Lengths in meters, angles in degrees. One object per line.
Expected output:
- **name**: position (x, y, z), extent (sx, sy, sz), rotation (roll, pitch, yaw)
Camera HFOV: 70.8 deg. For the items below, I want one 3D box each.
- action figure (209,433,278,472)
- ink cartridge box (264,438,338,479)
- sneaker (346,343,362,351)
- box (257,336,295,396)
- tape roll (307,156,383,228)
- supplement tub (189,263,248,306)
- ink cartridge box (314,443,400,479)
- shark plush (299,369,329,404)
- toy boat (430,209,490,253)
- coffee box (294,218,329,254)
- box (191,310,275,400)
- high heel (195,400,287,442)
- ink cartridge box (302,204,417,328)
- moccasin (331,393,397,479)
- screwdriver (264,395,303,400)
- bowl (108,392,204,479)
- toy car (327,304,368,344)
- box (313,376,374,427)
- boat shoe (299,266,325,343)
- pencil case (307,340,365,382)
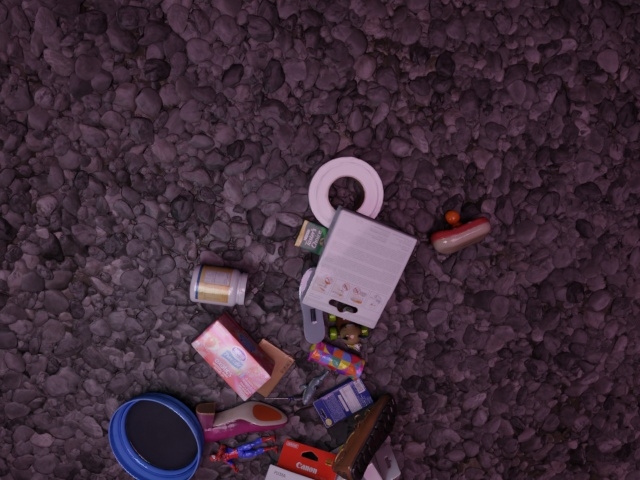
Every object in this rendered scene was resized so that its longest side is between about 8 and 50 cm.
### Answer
- **action figure**: position (-0.319, 0.878, 1.833), extent (0.280, 0.139, 0.092), rotation (-10, 99, 0)
- **ink cartridge box**: position (-0.077, 0.928, 1.763), extent (0.274, 0.060, 0.239), rotation (3, 57, 28)
- **sneaker**: position (0.137, 0.431, 1.848), extent (0.083, 0.035, 0.031), rotation (31, 75, -29)
- **box**: position (-0.227, 0.518, 1.836), extent (0.164, 0.021, 0.201), rotation (36, 95, -9)
- **tape roll**: position (0.092, -0.174, 1.712), extent (0.285, 0.100, 0.287), rotation (-1, 99, -5)
- **supplement tub**: position (-0.381, 0.172, 1.706), extent (0.199, 0.144, 0.145), rotation (8, 98, -6)
- **ink cartridge box**: position (0.129, 0.934, 1.836), extent (0.353, 0.207, 0.119), rotation (-30, 102, 0)
- **shark plush**: position (-0.013, 0.600, 1.843), extent (0.161, 0.067, 0.073), rotation (-37, 100, 2)
- **toy boat**: position (0.535, -0.049, 1.764), extent (0.230, 0.151, 0.151), rotation (-23, 70, -1)
- **coffee box**: position (0.000, 0.000, 1.761), extent (0.184, 0.040, 0.113), rotation (23, 97, -8)
- **box**: position (-0.331, 0.439, 1.734), extent (0.142, 0.154, 0.300), rotation (-42, 93, 4)
- **high heel**: position (-0.329, 0.757, 1.836), extent (0.376, 0.127, 0.182), rotation (9, 115, -4)
- **ink cartridge box**: position (0.139, 0.102, 1.681), extent (0.307, 0.091, 0.385), rotation (21, 103, -11)
- **moccasin**: position (0.181, 0.771, 1.795), extent (0.380, 0.146, 0.139), rotation (-51, 123, -32)
- **screwdriver**: position (-0.148, 0.658, 1.869), extent (0.169, 0.024, 0.025), rotation (-4, 128, 2)
- **bowl**: position (-0.639, 0.779, 1.769), extent (0.390, 0.077, 0.392), rotation (3, 103, 11)
- **toy car**: position (0.117, 0.344, 1.751), extent (0.154, 0.188, 0.149), rotation (-5, 100, -4)
- **box**: position (0.094, 0.669, 1.878), extent (0.225, 0.036, 0.137), rotation (-28, 100, -1)
- **boat shoe**: position (-0.028, 0.244, 1.767), extent (0.113, 0.105, 0.307), rotation (-8, 104, -7)
- **pencil case**: position (0.064, 0.483, 1.816), extent (0.236, 0.104, 0.105), rotation (28, 96, -8)
